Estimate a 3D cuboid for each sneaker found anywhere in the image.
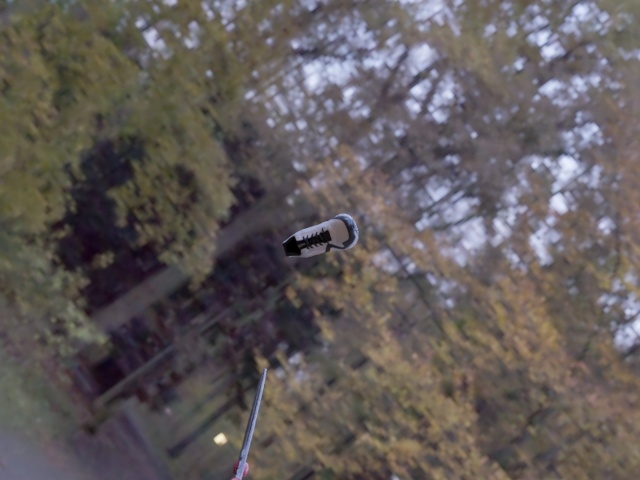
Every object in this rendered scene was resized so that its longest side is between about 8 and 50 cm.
[{"bbox_3d":[0.000,0.000,1.369,0.109,0.044,0.040,-23,-94,48],"label":"sneaker"}]

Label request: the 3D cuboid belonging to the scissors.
[{"bbox_3d":[-0.082,0.242,1.227,0.021,0.297,0.109,15,-31,0],"label":"scissors"}]
